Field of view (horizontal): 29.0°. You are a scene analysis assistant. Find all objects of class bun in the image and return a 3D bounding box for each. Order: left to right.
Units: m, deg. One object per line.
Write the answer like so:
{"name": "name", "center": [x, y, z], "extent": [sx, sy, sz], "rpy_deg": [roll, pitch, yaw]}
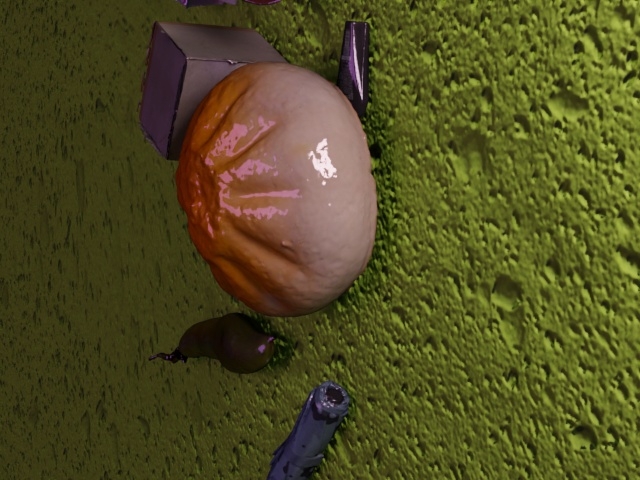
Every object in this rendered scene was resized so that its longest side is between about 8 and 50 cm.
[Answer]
{"name": "bun", "center": [-0.074, -0.050, 1.403], "extent": [0.299, 0.164, 0.299], "rpy_deg": [25, 119, 57]}

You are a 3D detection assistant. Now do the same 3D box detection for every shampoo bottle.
{"name": "shampoo bottle", "center": [0.036, -0.175, 1.379], "extent": [0.048, 0.027, 0.137], "rpy_deg": [16, 106, 50]}

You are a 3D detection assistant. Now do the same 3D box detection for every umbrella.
{"name": "umbrella", "center": [-0.030, 0.259, 1.494], "extent": [0.053, 0.052, 0.250], "rpy_deg": [63, 141, 34]}

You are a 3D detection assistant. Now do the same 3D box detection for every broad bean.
{"name": "broad bean", "center": [-0.134, 0.140, 1.668], "extent": [0.325, 0.067, 0.075], "rpy_deg": [-12, 51, 62]}

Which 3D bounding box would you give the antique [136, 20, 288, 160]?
{"name": "antique", "center": [-0.142, -0.190, 1.568], "extent": [0.148, 0.151, 0.147], "rpy_deg": [53, 134, 48]}

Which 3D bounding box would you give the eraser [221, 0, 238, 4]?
{"name": "eraser", "center": [-0.139, -0.396, 1.528], "extent": [0.225, 0.095, 0.052], "rpy_deg": [96, -166, -57]}

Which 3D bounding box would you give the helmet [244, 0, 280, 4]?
{"name": "helmet", "center": [-0.043, -0.365, 1.424], "extent": [0.175, 0.106, 0.155], "rpy_deg": [-34, 91, 45]}

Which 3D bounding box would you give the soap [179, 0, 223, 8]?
{"name": "soap", "center": [-0.163, -0.393, 1.684], "extent": [0.100, 0.056, 0.149], "rpy_deg": [36, 121, 56]}
